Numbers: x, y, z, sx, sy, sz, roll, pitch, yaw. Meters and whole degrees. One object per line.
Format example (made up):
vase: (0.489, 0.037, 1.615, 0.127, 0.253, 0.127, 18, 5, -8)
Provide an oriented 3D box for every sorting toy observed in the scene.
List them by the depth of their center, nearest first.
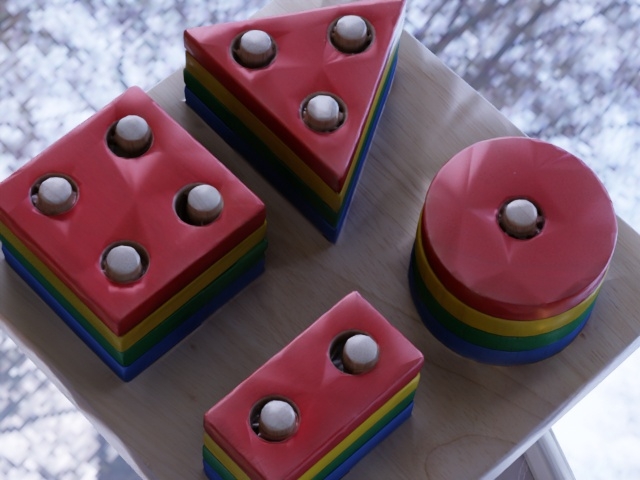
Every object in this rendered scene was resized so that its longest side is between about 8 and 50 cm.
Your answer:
sorting toy: (0.000, 0.000, 0.836, 0.257, 0.255, 0.089, 43, -23, 19)

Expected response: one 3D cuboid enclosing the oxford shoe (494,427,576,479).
oxford shoe: (0.084, 0.125, 1.233, 0.449, 0.130, 0.169, 61, -4, -28)
